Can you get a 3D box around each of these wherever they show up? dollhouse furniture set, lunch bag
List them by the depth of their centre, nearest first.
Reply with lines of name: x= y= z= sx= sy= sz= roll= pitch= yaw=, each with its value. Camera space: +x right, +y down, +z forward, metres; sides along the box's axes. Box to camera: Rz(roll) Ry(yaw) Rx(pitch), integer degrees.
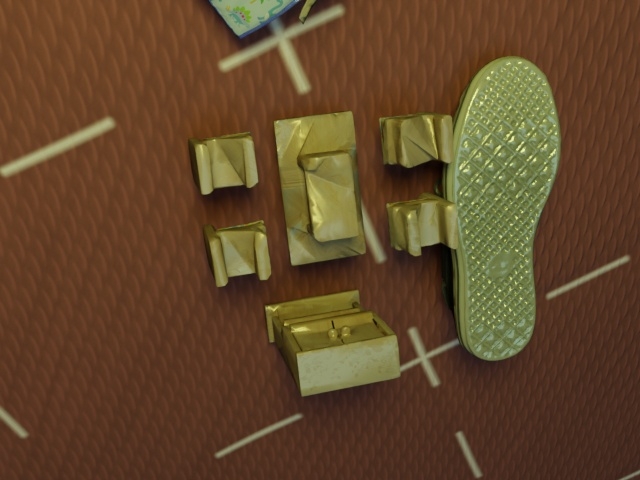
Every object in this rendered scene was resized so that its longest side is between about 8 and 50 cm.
lunch bag: x=-0.084 y=-0.351 z=0.988 sx=0.151 sy=0.096 sz=0.129 roll=-41 pitch=125 yaw=1
dollhouse furniture set: x=0.000 y=0.000 z=1.219 sx=0.362 sy=0.256 sz=0.394 roll=-9 pitch=104 yaw=-12

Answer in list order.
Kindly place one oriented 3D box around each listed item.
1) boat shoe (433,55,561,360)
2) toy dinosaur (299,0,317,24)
boat shoe: x=0.274 y=-0.050 z=1.270 sx=0.187 sy=0.156 sz=0.500 roll=-6 pitch=113 yaw=-7
toy dinosaur: x=0.037 y=-0.401 z=0.946 sx=0.268 sy=0.064 sz=0.118 roll=-52 pitch=135 yaw=-7
